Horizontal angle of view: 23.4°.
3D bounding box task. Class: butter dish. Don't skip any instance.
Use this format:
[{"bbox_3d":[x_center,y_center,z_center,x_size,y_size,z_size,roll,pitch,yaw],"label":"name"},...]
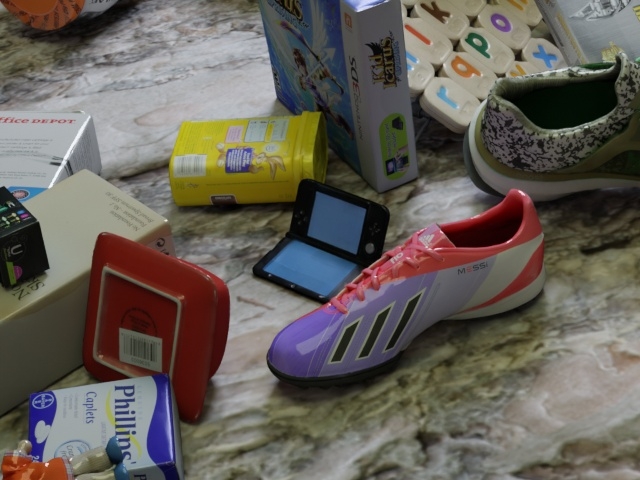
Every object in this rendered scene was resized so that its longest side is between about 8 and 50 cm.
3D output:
[{"bbox_3d":[-0.146,0.077,1.546,0.160,0.160,0.118,21,22,29],"label":"butter dish"}]

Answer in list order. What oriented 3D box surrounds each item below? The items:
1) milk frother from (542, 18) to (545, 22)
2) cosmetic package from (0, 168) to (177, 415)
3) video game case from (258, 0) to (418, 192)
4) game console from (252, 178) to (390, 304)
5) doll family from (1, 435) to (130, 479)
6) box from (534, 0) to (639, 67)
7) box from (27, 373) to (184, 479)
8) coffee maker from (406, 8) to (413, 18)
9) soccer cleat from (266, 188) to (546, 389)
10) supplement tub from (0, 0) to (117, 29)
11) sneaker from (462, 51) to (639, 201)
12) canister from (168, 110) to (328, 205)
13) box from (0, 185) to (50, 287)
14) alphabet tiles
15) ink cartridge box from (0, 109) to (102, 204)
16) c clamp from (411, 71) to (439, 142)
[{"bbox_3d":[0.362,-0.307,1.947,0.129,0.143,0.135,-13,38,-14],"label":"milk frother"},{"bbox_3d":[-0.312,0.063,1.598,0.309,0.113,0.160,-33,44,-31],"label":"cosmetic package"},{"bbox_3d":[0.012,-0.223,1.808,0.061,0.244,0.269,-23,40,-19],"label":"video game case"},{"bbox_3d":[0.000,0.000,1.665,0.122,0.107,0.071,22,17,32],"label":"game console"},{"bbox_3d":[-0.221,0.299,1.295,0.163,0.118,0.263,-13,55,-18],"label":"doll family"},{"bbox_3d":[0.380,-0.244,1.841,0.183,0.056,0.231,-18,70,-15],"label":"box"},{"bbox_3d":[-0.199,0.197,1.435,0.137,0.072,0.126,-9,38,-3],"label":"box"},{"bbox_3d":[0.071,-0.317,2.028,0.178,0.120,0.171,18,45,30],"label":"coffee maker"},{"bbox_3d":[0.085,0.046,1.548,0.318,0.116,0.108,-21,39,-19],"label":"soccer cleat"},{"bbox_3d":[-0.320,-0.438,2.192,0.193,0.194,0.316,14,42,25],"label":"supplement tub"},{"bbox_3d":[0.356,-0.138,1.661,0.410,0.182,0.158,-9,70,5],"label":"sneaker"},{"bbox_3d":[-0.082,-0.094,1.798,0.169,0.073,0.126,-2,38,9],"label":"canister"},{"bbox_3d":[-0.315,-0.004,1.541,0.052,0.062,0.083,-26,41,-25],"label":"box"},{"bbox_3d":[0.174,-0.249,1.888,0.278,0.021,0.284,36,49,-1],"label":"alphabet tiles"},{"bbox_3d":[-0.354,-0.062,1.789,0.148,0.086,0.203,2,37,13],"label":"ink cartridge box"},{"bbox_3d":[0.089,-0.188,1.894,0.160,0.022,0.137,29,69,33],"label":"c clamp"}]
